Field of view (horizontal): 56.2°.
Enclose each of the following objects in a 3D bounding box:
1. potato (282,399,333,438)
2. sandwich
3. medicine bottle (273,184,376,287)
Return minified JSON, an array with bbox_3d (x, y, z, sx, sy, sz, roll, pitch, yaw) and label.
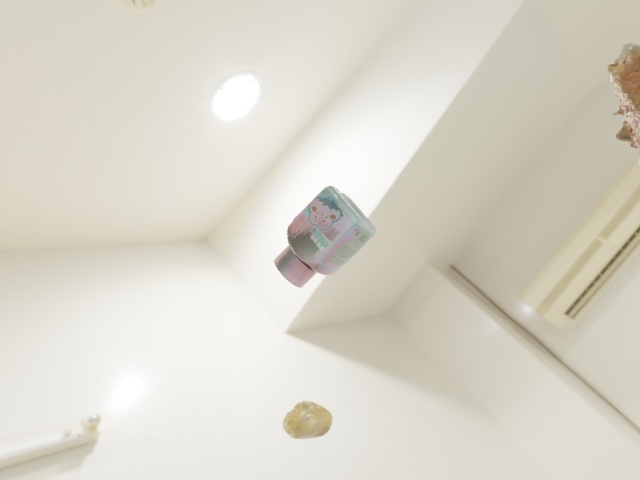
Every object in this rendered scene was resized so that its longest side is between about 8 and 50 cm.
[{"bbox_3d":[-0.019,0.291,0.965,0.083,0.062,0.068,28,-37,-22],"label":"potato"},{"bbox_3d":[0.592,-0.203,0.988,0.162,0.301,0.250,-44,3,-30],"label":"sandwich"},{"bbox_3d":[0.000,0.000,1.163,0.188,0.119,0.094,-45,-32,12],"label":"medicine bottle"}]
